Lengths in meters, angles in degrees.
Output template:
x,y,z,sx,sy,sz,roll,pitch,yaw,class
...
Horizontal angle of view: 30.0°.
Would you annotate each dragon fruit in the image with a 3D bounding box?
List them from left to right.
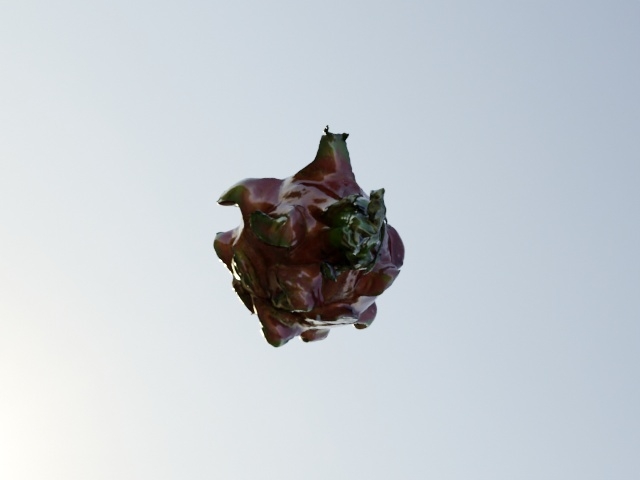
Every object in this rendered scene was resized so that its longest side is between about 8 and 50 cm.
x,y,z,sx,sy,sz,roll,pitch,yaw,class
0.000,-0.004,0.899,0.137,0.135,0.236,62,-20,17,dragon fruit
